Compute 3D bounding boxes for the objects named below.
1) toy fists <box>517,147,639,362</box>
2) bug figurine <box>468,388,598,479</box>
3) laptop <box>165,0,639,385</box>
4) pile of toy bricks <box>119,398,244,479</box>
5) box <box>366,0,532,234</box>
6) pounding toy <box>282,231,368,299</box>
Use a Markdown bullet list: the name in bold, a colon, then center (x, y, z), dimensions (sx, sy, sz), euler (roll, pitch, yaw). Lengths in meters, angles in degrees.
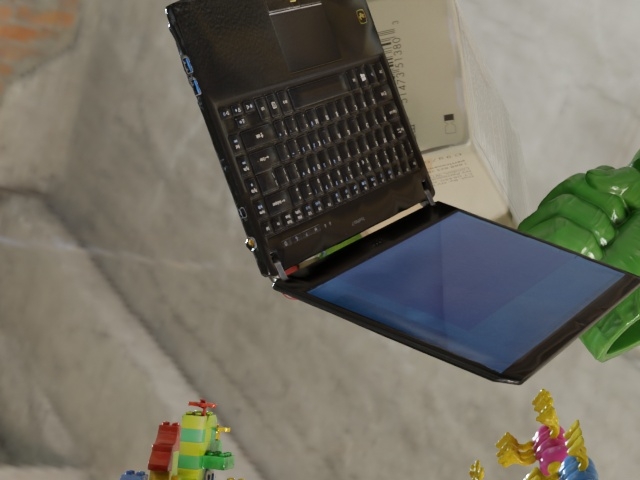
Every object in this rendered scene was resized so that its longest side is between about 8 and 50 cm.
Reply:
- **toy fists**: center (0.281, -0.015, 1.313), dimensions (0.279, 0.096, 0.142), euler (-25, -116, -29)
- **bug figurine**: center (0.200, 0.281, 1.608), dimensions (0.072, 0.279, 0.216), euler (32, -155, -12)
- **laptop**: center (0.060, -0.052, 0.967), dimensions (0.136, 0.264, 0.234), euler (-18, -176, 31)
- **pile of toy bricks**: center (-0.090, 0.165, 1.125), dimensions (0.118, 0.105, 0.212), euler (4, 176, 7)
- **box**: center (0.091, -0.075, 1.314), dimensions (0.121, 0.148, 0.311), euler (-11, 157, 13)
- **pounding toy**: center (0.000, 0.000, 1.712), dimensions (0.110, 0.183, 0.237), euler (-19, -179, -8)
